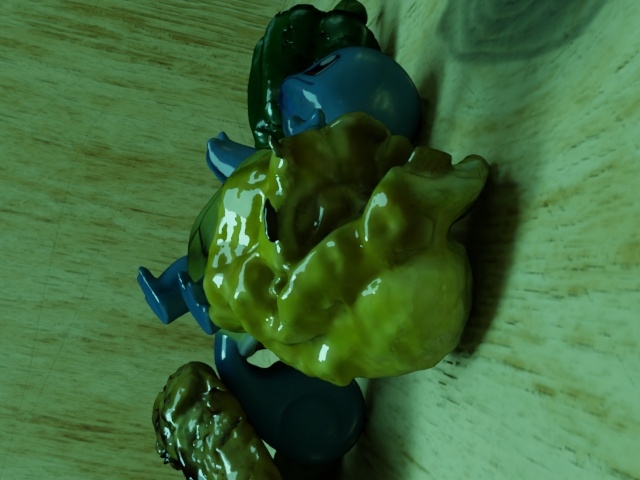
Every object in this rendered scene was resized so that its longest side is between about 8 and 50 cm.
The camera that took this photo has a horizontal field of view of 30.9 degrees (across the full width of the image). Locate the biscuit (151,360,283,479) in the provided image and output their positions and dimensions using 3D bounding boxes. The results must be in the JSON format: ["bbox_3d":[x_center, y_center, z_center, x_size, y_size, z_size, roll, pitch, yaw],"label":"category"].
[{"bbox_3d":[-0.079,0.251,1.083,0.289,0.081,0.334,63,164,-3],"label":"biscuit"}]

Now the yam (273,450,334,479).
[{"bbox_3d":[-0.056,0.367,1.299,0.083,0.083,0.371,-100,24,-67],"label":"yam"}]

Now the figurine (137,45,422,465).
[{"bbox_3d":[-0.039,0.000,1.118,0.298,0.243,0.416,164,117,-75],"label":"figurine"}]

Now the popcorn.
[{"bbox_3d":[0.023,0.016,0.888,0.253,0.191,0.190,-40,54,53],"label":"popcorn"}]

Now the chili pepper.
[{"bbox_3d":[-0.005,-0.215,1.449,0.174,0.165,0.261,94,-177,-56],"label":"chili pepper"}]
